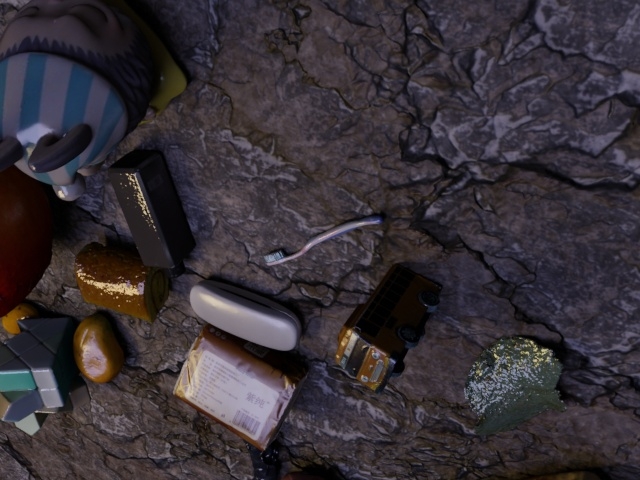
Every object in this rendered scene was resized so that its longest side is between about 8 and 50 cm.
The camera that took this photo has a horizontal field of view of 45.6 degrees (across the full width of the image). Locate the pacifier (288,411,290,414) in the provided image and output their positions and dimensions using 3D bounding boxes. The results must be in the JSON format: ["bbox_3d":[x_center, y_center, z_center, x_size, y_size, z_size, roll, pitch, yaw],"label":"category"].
[{"bbox_3d":[-0.098,0.345,1.594,0.083,0.068,0.064,12,161,15],"label":"pacifier"}]

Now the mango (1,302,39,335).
[{"bbox_3d":[-0.715,0.187,1.821,0.114,0.057,0.078,-15,106,32],"label":"mango"}]

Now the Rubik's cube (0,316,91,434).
[{"bbox_3d":[-0.650,0.320,1.749,0.225,0.265,0.212,-2,125,1],"label":"Rubik's cube"}]

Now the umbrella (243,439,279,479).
[{"bbox_3d":[-0.125,0.486,1.698,0.071,0.080,0.224,-11,127,-4],"label":"umbrella"}]

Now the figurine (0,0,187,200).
[{"bbox_3d":[-0.437,-0.191,1.174,0.266,0.377,0.361,40,131,-1],"label":"figurine"}]

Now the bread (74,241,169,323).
[{"bbox_3d":[-0.396,0.078,1.527,0.172,0.103,0.132,14,128,19],"label":"bread"}]

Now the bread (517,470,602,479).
[{"bbox_3d":[0.365,0.616,1.306,0.390,0.371,0.279,-27,111,44],"label":"bread"}]

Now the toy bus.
[{"bbox_3d":[0.107,0.136,1.216,0.114,0.201,0.098,29,132,12],"label":"toy bus"}]

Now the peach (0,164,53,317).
[{"bbox_3d":[-0.685,-0.017,1.461,0.370,0.370,0.370,15,129,20],"label":"peach"}]

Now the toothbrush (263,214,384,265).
[{"bbox_3d":[0.000,0.000,1.301,0.269,0.021,0.027,-21,116,38],"label":"toothbrush"}]

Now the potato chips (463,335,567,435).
[{"bbox_3d":[0.327,0.260,1.280,0.167,0.059,0.228,0,123,19],"label":"potato chips"}]

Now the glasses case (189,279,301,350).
[{"bbox_3d":[-0.145,0.142,1.460,0.234,0.059,0.092,17,131,17],"label":"glasses case"}]

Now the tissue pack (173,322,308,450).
[{"bbox_3d":[-0.162,0.286,1.520,0.226,0.092,0.183,29,107,12],"label":"tissue pack"}]

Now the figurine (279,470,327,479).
[{"bbox_3d":[-0.036,0.586,1.653,0.173,0.173,0.173,15,129,20],"label":"figurine"}]

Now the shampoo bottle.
[{"bbox_3d":[-0.305,-0.041,1.406,0.079,0.080,0.246,4,124,30],"label":"shampoo bottle"}]

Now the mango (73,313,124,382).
[{"bbox_3d":[-0.506,0.246,1.720,0.115,0.089,0.165,-11,114,19],"label":"mango"}]
